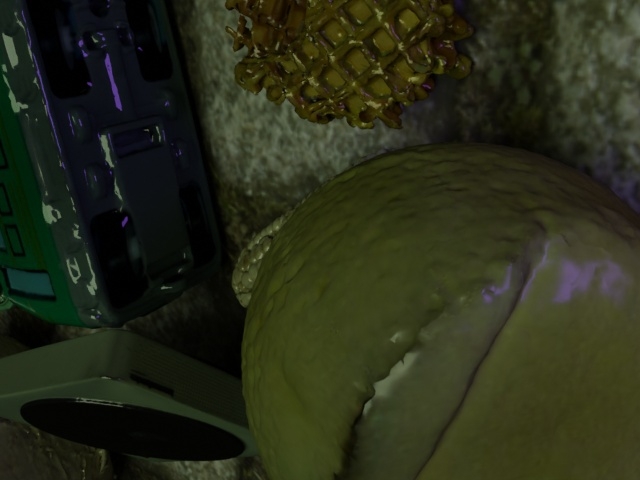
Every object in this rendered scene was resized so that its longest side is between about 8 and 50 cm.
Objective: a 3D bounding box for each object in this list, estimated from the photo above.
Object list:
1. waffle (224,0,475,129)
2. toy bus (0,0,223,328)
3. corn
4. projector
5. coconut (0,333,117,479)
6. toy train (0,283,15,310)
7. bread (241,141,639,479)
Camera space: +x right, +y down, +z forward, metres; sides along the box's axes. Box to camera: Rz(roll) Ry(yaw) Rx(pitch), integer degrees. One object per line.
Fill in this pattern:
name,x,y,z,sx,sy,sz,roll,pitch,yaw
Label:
waffle,0.009,-0.173,0.529,0.197,0.070,0.193,-1,126,26
toy bus,-0.237,-0.097,0.672,0.199,0.183,0.343,0,107,34
corn,0.000,0.000,0.620,0.211,0.087,0.087,-40,85,37
projector,-0.188,0.169,0.734,0.259,0.079,0.257,-17,142,35
coconut,-0.468,0.288,0.870,0.360,0.346,0.346,31,122,9
toy train,-0.402,-0.022,0.863,0.248,0.101,0.159,31,109,17
bread,0.094,0.089,0.495,0.321,0.237,0.320,-4,125,-6
